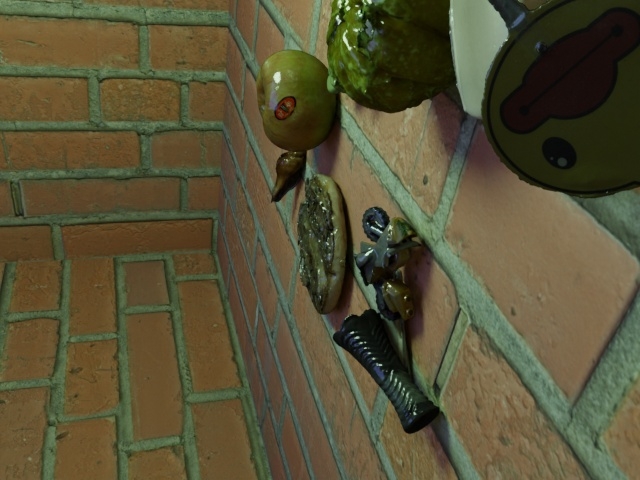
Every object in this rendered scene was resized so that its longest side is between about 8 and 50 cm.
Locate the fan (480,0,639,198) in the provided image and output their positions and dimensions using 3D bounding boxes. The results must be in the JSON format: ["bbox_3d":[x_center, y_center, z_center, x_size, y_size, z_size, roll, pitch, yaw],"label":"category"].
[{"bbox_3d":[0.248,-0.176,0.641,0.335,0.011,0.229,48,131,3],"label":"fan"}]

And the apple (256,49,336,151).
[{"bbox_3d":[-0.065,-0.366,1.632,0.261,0.194,0.261,176,90,-75],"label":"apple"}]

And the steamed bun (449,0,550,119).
[{"bbox_3d":[0.246,-0.268,0.736,0.164,0.146,0.242,172,94,-77],"label":"steamed bun"}]

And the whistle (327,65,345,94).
[{"bbox_3d":[0.077,-0.378,1.322,0.288,0.106,0.131,157,107,-70],"label":"whistle"}]

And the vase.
[{"bbox_3d":[0.130,0.253,1.204,0.237,0.115,0.115,54,146,33],"label":"vase"}]

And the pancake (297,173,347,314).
[{"bbox_3d":[-0.001,0.000,1.690,0.382,0.071,0.382,178,90,-74],"label":"pancake"}]

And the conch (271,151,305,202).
[{"bbox_3d":[-0.102,-0.218,1.947,0.233,0.086,0.080,113,149,-51],"label":"conch"}]

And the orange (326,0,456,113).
[{"bbox_3d":[0.130,-0.336,0.979,0.301,0.223,0.300,145,136,-69],"label":"orange"}]

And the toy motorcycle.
[{"bbox_3d":[0.138,0.047,1.199,0.129,0.094,0.229,-1,102,51],"label":"toy motorcycle"}]

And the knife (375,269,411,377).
[{"bbox_3d":[0.153,0.185,1.279,0.073,0.040,0.266,-15,78,59],"label":"knife"}]
